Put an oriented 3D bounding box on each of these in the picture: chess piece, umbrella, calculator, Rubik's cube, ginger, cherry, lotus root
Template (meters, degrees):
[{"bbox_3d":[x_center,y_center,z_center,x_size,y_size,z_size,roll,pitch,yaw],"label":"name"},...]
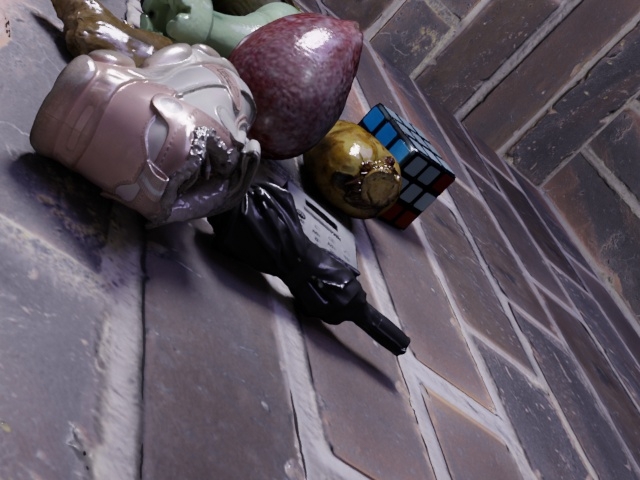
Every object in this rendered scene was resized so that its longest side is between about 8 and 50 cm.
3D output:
[{"bbox_3d":[-0.167,-0.360,1.827,0.299,0.194,0.194,13,34,-45],"label":"chess piece"},{"bbox_3d":[-0.007,0.044,1.349,0.340,0.118,0.118,39,18,-21],"label":"umbrella"},{"bbox_3d":[0.000,0.000,1.613,0.161,0.021,0.261,40,18,-17],"label":"calculator"},{"bbox_3d":[0.138,-0.144,2.034,0.163,0.162,0.160,26,25,-49],"label":"Rubik's cube"},{"bbox_3d":[-0.254,-0.258,1.500,0.333,0.080,0.166,31,48,-25],"label":"ginger"},{"bbox_3d":[-0.050,-0.250,1.671,0.203,0.300,0.230,43,-3,12],"label":"cherry"},{"bbox_3d":[0.052,-0.129,1.838,0.169,0.141,0.314,39,8,-28],"label":"lotus root"}]

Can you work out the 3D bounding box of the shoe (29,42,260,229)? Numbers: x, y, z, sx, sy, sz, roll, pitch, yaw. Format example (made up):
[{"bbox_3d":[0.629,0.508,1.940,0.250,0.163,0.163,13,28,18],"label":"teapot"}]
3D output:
[{"bbox_3d":[-0.163,-0.109,1.218,0.198,0.172,0.351,39,27,16],"label":"shoe"}]

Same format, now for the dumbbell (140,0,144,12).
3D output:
[{"bbox_3d":[-0.297,-0.444,1.887,0.069,0.069,0.147,35,19,-29],"label":"dumbbell"}]

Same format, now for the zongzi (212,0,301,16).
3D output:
[{"bbox_3d":[-0.223,-0.575,2.206,0.403,0.208,0.432,44,4,-20],"label":"zongzi"}]
